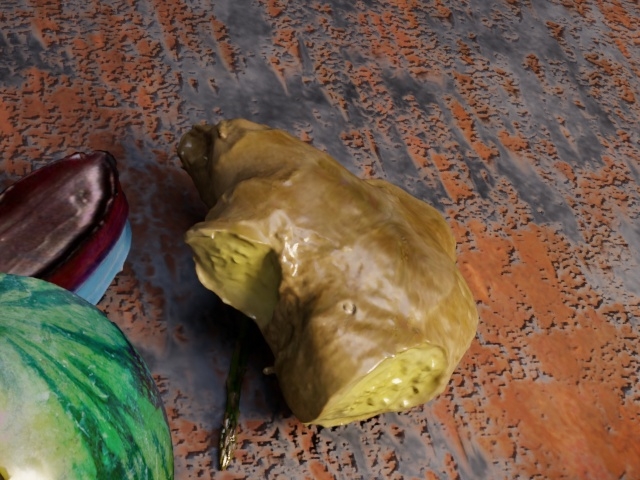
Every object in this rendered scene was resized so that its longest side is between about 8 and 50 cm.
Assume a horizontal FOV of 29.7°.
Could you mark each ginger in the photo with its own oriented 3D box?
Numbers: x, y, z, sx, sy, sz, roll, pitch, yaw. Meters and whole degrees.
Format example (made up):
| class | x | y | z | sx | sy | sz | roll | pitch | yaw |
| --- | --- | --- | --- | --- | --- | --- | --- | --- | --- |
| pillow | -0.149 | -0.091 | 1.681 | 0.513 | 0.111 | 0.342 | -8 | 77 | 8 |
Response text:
| class | x | y | z | sx | sy | sz | roll | pitch | yaw |
| --- | --- | --- | --- | --- | --- | --- | --- | --- | --- |
| ginger | 0.000 | 0.000 | 0.838 | 0.219 | 0.123 | 0.270 | -9 | 60 | -45 |

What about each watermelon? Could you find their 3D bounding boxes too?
| class | x | y | z | sx | sy | sz | roll | pitch | yaw |
| --- | --- | --- | --- | --- | --- | --- | --- | --- | --- |
| watermelon | -0.137 | 0.102 | 0.657 | 0.128 | 0.231 | 0.146 | 4 | 27 | 43 |

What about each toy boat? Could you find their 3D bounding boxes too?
| class | x | y | z | sx | sy | sz | roll | pitch | yaw |
| --- | --- | --- | --- | --- | --- | --- | --- | --- | --- |
| toy boat | -0.181 | 0.026 | 0.768 | 0.100 | 0.097 | 0.223 | 18 | 36 | 10 |

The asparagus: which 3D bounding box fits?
| class | x | y | z | sx | sy | sz | roll | pitch | yaw |
| --- | --- | --- | --- | --- | --- | --- | --- | --- | --- |
| asparagus | -0.054 | 0.087 | 0.821 | 0.016 | 0.016 | 0.163 | 32 | 38 | -20 |
